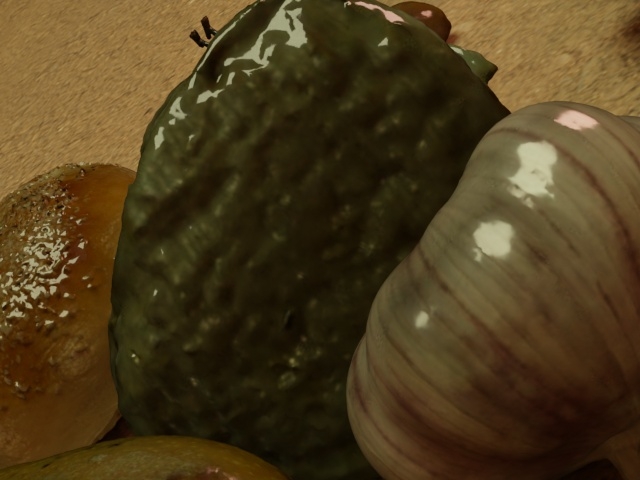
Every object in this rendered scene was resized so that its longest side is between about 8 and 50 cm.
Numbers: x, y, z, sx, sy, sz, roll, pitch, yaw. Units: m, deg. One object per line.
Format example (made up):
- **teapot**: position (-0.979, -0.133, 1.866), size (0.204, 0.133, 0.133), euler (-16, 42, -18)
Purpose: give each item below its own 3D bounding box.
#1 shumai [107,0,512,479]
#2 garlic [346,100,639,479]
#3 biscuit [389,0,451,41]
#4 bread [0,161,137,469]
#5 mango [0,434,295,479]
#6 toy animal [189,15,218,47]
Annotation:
- **shumai**: position (0.000, 0.000, 1.201), size (0.330, 0.292, 0.288), euler (-58, 11, 5)
- **garlic**: position (0.148, 0.070, 0.927), size (0.245, 0.245, 0.253), euler (-40, 57, -6)
- **biscuit**: position (-0.022, -0.140, 1.770), size (0.290, 0.062, 0.237), euler (-41, 20, -11)
- **bread**: position (-0.235, 0.060, 1.514), size (0.305, 0.159, 0.305), euler (-48, 23, 29)
- **mango**: position (-0.137, 0.196, 1.016), size (0.329, 0.176, 0.176), euler (3, 0, 18)
- **toy animal**: position (-0.101, -0.231, 2.110), size (0.108, 0.062, 0.220), euler (9, 47, 39)
